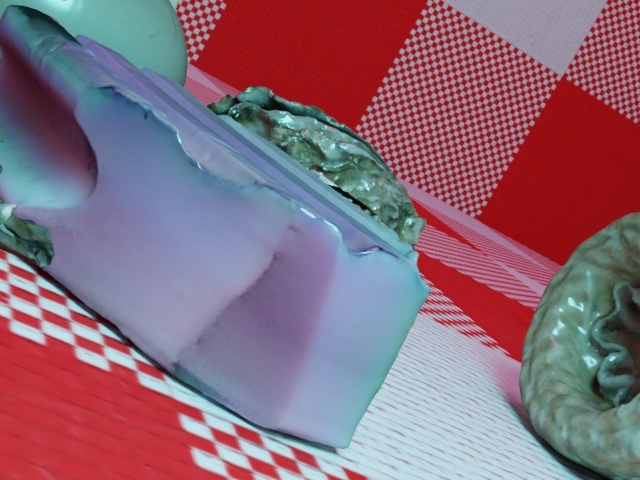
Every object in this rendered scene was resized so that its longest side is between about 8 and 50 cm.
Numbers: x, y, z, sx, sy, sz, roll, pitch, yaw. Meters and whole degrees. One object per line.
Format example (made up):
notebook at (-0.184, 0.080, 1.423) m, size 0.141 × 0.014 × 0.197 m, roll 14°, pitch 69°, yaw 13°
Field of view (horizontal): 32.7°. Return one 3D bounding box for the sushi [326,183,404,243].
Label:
sushi at (0.000, 0.000, 0.877) m, size 0.150 × 0.090 × 0.078 m, roll 25°, pitch 13°, yaw -45°

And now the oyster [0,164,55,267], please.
oyster at (-0.226, -0.059, 0.275) m, size 0.351 × 0.158 × 0.162 m, roll 40°, pitch -33°, yaw -29°

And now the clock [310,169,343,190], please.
clock at (-0.007, -0.011, 0.958) m, size 0.041 × 0.087 × 0.129 m, roll 35°, pitch 2°, yaw 35°

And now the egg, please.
egg at (-0.214, -0.174, 0.905) m, size 0.231 × 0.168 × 0.168 m, roll 30°, pitch 6°, yaw -33°

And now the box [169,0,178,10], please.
box at (-0.260, -0.237, 1.002) m, size 0.256 × 0.164 × 0.069 m, roll 10°, pitch 20°, yaw -38°

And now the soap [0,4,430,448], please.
soap at (-0.078, -0.018, 0.629) m, size 0.193 × 0.109 × 0.324 m, roll 23°, pitch 9°, yaw -37°

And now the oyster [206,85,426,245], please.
oyster at (-0.021, -0.078, 1.235) m, size 0.268 × 0.112 × 0.198 m, roll 19°, pitch -15°, yaw 29°

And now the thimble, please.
thimble at (0.266, 0.095, 0.836) m, size 0.148 × 0.196 × 0.229 m, roll 29°, pitch 7°, yaw -17°
